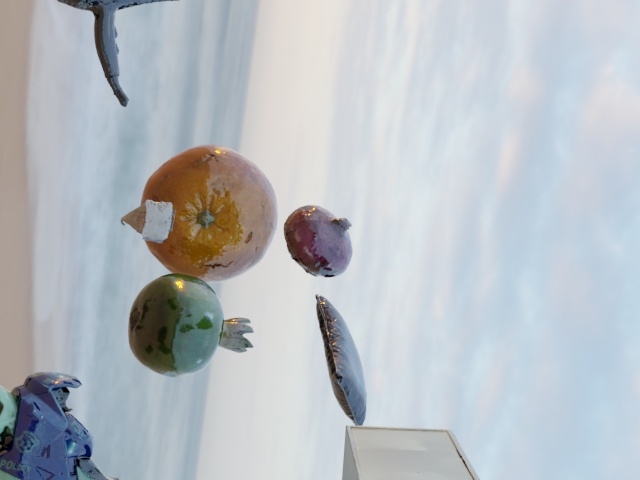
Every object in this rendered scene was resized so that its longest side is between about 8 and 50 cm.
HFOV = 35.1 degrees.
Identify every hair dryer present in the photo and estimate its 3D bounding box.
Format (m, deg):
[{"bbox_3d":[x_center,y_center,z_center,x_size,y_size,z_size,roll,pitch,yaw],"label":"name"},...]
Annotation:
[{"bbox_3d":[-0.296,-0.308,1.532,0.075,0.195,0.219,-14,-98,63],"label":"hair dryer"}]

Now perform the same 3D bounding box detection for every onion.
[{"bbox_3d":[0.000,0.000,1.358,0.097,0.107,0.107,-39,-158,17],"label":"onion"}]

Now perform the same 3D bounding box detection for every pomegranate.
[{"bbox_3d":[-0.228,0.156,1.792,0.187,0.225,0.187,-38,-135,53],"label":"pomegranate"}]

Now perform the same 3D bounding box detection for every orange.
[{"bbox_3d":[-0.229,-0.053,2.066,0.226,0.284,0.284,-173,-89,-87],"label":"orange"}]

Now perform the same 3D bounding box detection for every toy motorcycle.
[{"bbox_3d":[-0.385,0.319,1.474,0.196,0.331,0.125,-43,-159,-19],"label":"toy motorcycle"}]

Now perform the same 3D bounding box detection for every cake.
[{"bbox_3d":[-0.279,-0.038,1.624,0.121,0.052,0.065,19,-80,60],"label":"cake"}]

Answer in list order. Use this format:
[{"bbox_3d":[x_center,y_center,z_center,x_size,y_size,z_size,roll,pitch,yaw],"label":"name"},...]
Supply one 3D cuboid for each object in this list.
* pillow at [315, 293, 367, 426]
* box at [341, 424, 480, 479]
[{"bbox_3d":[0.035,0.195,1.636,0.208,0.055,0.141,-102,168,-53],"label":"pillow"},{"bbox_3d":[0.096,0.277,1.114,0.225,0.129,0.086,-107,-160,-83],"label":"box"}]
